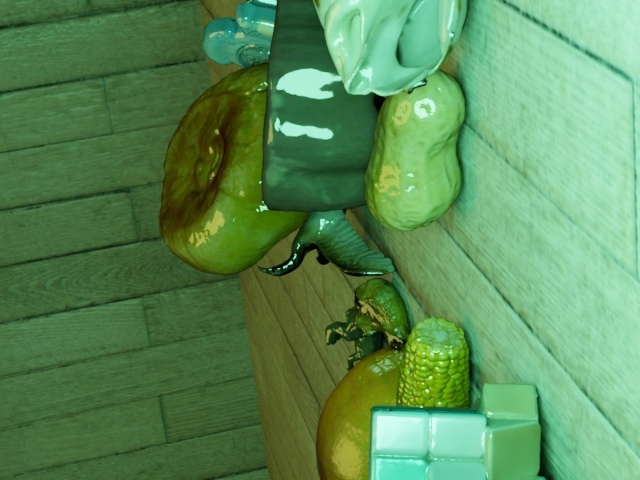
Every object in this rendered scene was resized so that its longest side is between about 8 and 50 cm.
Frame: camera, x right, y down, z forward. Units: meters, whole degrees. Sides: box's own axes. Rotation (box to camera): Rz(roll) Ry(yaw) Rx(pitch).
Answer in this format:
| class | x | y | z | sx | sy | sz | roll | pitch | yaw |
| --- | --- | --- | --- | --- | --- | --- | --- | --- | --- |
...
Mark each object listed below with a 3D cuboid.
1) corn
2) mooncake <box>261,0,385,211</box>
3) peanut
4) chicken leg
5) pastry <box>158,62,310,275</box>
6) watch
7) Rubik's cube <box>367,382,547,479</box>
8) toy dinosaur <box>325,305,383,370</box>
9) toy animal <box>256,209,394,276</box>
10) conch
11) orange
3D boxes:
| class | x | y | z | sx | sy | sz | roll | pitch | yaw |
| --- | --- | --- | --- | --- | --- | --- | --- | --- | --- |
| corn | 0.142 | 0.226 | 1.792 | 0.101 | 0.101 | 0.310 | -113 | 13 | -50 |
| mooncake | 0.009 | -0.183 | 1.753 | 0.306 | 0.154 | 0.306 | 2 | -90 | -87 |
| peanut | 0.114 | -0.102 | 1.587 | 0.236 | 0.110 | 0.120 | 102 | 177 | -50 |
| chicken leg | 0.100 | 0.125 | 2.037 | 0.178 | 0.070 | 0.093 | 50 | 125 | 45 |
| pastry | -0.113 | -0.108 | 2.131 | 0.356 | 0.164 | 0.356 | -32 | 45 | 39 |
| watch | -0.069 | -0.366 | 2.202 | 0.211 | 0.211 | 0.193 | 100 | 180 | -64 |
| Rubik's cube | 0.155 | 0.262 | 1.485 | 0.265 | 0.213 | 0.224 | 62 | -149 | -86 |
| toy dinosaur | 0.100 | 0.155 | 2.204 | 0.179 | 0.087 | 0.187 | -7 | 113 | 44 |
| toy animal | -0.008 | -0.014 | 2.173 | 0.272 | 0.197 | 0.160 | 165 | 97 | -85 |
| conch | 0.076 | -0.292 | 1.464 | 0.149 | 0.182 | 0.275 | -42 | -38 | -69 |
| orange | 0.116 | 0.314 | 2.080 | 0.310 | 0.274 | 0.274 | -66 | 19 | 12 |
